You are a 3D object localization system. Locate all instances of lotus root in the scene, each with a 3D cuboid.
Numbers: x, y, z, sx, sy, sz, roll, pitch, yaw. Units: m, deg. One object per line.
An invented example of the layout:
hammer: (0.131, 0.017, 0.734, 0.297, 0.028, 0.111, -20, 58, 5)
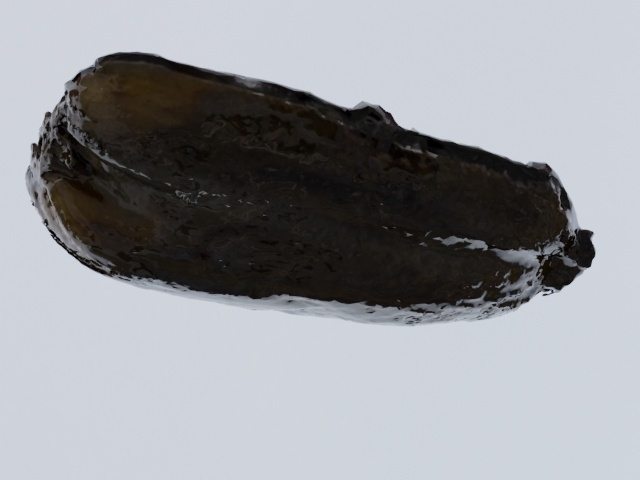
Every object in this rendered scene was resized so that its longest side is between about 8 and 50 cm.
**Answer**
lotus root: (0.001, 0.000, 0.775, 0.329, 0.078, 0.167, 11, -36, -16)
